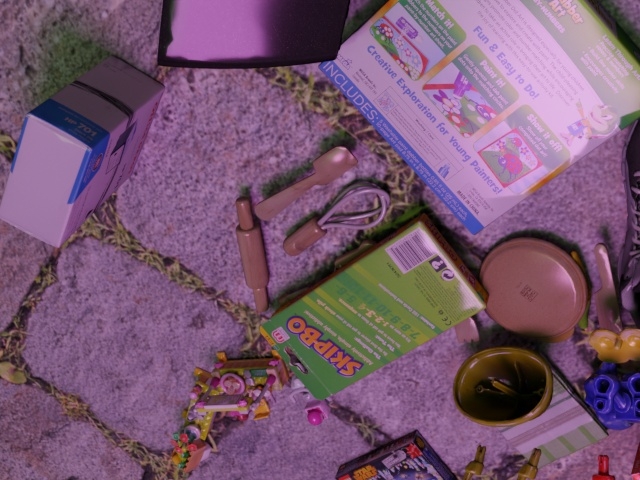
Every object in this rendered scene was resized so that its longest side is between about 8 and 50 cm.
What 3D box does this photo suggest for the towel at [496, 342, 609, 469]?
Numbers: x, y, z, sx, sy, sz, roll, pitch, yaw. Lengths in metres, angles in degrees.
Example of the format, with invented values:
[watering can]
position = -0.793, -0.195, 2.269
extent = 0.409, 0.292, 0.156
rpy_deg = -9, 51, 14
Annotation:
[towel]
position = 0.256, 0.200, 1.146
extent = 0.113, 0.023, 0.152
rpy_deg = -35, 104, 33

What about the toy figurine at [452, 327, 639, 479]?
[toy figurine]
position = 0.346, 0.201, 1.016
extent = 0.362, 0.217, 0.191
rpy_deg = -13, 71, 44

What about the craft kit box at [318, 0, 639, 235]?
[craft kit box]
position = 0.168, -0.168, 0.958
extent = 0.250, 0.061, 0.247
rpy_deg = 47, 124, -9

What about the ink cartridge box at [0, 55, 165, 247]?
[ink cartridge box]
position = -0.263, -0.103, 1.063
extent = 0.082, 0.190, 0.139
rpy_deg = 29, 123, 1

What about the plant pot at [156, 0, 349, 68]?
[plant pot]
position = -0.047, -0.267, 0.916
extent = 0.167, 0.188, 0.187
rpy_deg = 12, 121, -2

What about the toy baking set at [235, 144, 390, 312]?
[toy baking set]
position = -0.006, 0.001, 1.127
extent = 0.197, 0.030, 0.256
rpy_deg = -4, 122, 15

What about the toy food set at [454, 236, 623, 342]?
[toy food set]
position = 0.238, 0.055, 1.068
extent = 0.192, 0.038, 0.132
rpy_deg = -3, 110, 30

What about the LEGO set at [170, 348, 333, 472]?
[LEGO set]
position = -0.130, 0.232, 1.245
extent = 0.287, 0.107, 0.132
rpy_deg = -30, 104, 30

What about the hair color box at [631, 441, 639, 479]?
[hair color box]
position = 0.407, 0.321, 1.090
extent = 0.053, 0.093, 0.167
rpy_deg = -15, 96, 27

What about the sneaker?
[sneaker]
position = 0.335, -0.012, 0.935
extent = 0.086, 0.132, 0.228
rpy_deg = 3, 118, 18

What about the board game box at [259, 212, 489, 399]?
[board game box]
position = 0.056, 0.085, 1.115
extent = 0.259, 0.039, 0.124
rpy_deg = -35, 98, 27

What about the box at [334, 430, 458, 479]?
[box]
position = 0.099, 0.315, 1.256
extent = 0.137, 0.027, 0.094
rpy_deg = -33, 101, 31
